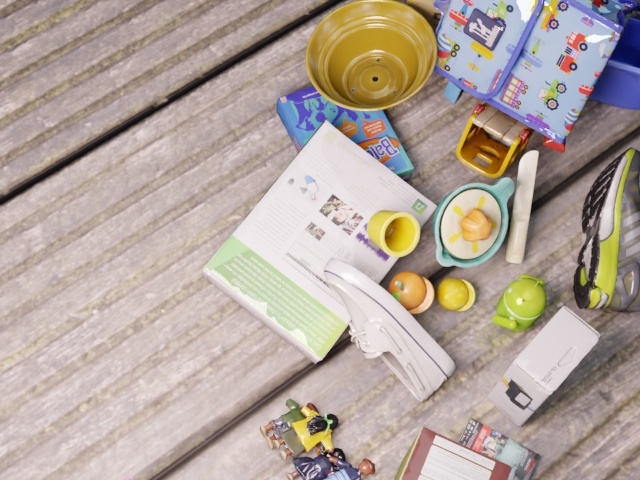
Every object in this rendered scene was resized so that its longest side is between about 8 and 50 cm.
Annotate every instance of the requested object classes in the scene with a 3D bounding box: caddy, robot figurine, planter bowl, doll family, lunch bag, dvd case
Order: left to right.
[{"bbox_3d":[0.000,0.312,1.658,0.111,0.076,0.193,-25,75,-21],"label":"doll family"},{"bbox_3d":[0.088,-0.289,1.873,0.217,0.090,0.217,-3,67,7],"label":"planter bowl"},{"bbox_3d":[0.261,0.333,1.701,0.119,0.013,0.087,26,65,8],"label":"dvd case"},{"bbox_3d":[0.320,-0.332,1.816,0.293,0.221,0.138,28,36,9],"label":"lunch bag"},{"bbox_3d":[0.314,0.100,1.759,0.067,0.115,0.101,36,68,11],"label":"robot figurine"},{"bbox_3d":[0.520,-0.379,1.970,0.341,0.179,0.241,14,63,2],"label":"caddy"}]

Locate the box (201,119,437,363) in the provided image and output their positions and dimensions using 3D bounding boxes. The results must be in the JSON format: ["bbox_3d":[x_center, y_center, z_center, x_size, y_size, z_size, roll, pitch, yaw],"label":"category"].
[{"bbox_3d":[0.000,0.000,1.776,0.232,0.058,0.322,38,71,2],"label":"box"}]

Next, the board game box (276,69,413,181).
[{"bbox_3d":[0.040,-0.171,1.899,0.160,0.047,0.210,-21,69,-15],"label":"board game box"}]

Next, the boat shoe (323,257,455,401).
[{"bbox_3d":[0.089,0.138,1.697,0.267,0.096,0.088,46,76,-22],"label":"boat shoe"}]

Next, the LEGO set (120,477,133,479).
[{"bbox_3d":[-0.286,0.439,1.555,0.087,0.093,0.227,-10,66,-10],"label":"LEGO set"}]

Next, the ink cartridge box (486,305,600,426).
[{"bbox_3d":[0.332,0.190,1.685,0.072,0.175,0.127,41,68,13],"label":"ink cartridge box"}]

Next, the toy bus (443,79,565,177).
[{"bbox_3d":[0.306,-0.183,1.897,0.202,0.104,0.191,5,39,-23],"label":"toy bus"}]

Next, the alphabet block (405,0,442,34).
[{"bbox_3d":[0.255,-0.438,1.965,0.197,0.193,0.192,15,63,2],"label":"alphabet block"}]

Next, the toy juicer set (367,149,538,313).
[{"bbox_3d":[0.240,0.008,1.759,0.329,0.089,0.209,-22,112,-21],"label":"toy juicer set"}]

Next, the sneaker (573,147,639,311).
[{"bbox_3d":[0.499,-0.012,1.848,0.121,0.111,0.300,18,70,-8],"label":"sneaker"}]

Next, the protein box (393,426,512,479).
[{"bbox_3d":[0.150,0.399,1.556,0.136,0.200,0.201,24,65,6],"label":"protein box"}]
